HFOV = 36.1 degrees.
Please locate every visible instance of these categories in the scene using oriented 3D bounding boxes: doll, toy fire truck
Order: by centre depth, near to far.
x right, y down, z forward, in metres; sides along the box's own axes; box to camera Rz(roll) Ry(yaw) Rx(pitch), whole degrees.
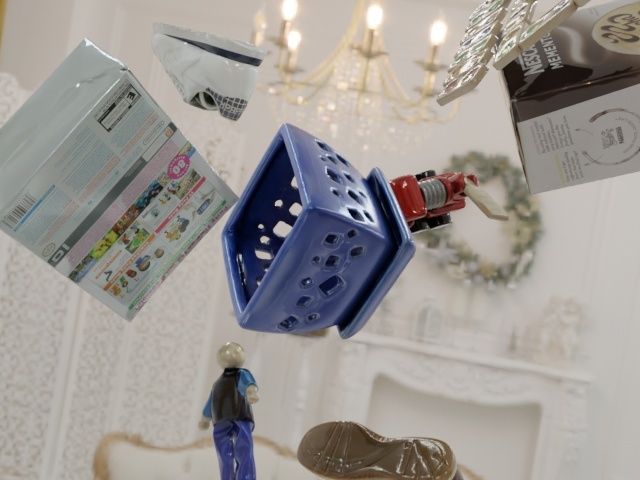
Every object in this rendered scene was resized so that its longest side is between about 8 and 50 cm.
[{"bbox_3d":[-0.109,0.215,1.191,0.046,0.189,0.129,10,-26,-36],"label":"doll"},{"bbox_3d":[0.219,-0.071,1.869,0.217,0.158,0.246,-13,-8,-32],"label":"toy fire truck"}]

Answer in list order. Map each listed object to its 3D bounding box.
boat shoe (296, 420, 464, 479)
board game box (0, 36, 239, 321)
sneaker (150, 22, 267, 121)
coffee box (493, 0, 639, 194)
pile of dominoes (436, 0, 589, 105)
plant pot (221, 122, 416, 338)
[{"bbox_3d":[0.113,0.425,1.839,0.342,0.123,0.123,-2,-41,34],"label":"boat shoe"},{"bbox_3d":[-0.256,-0.060,1.188,0.097,0.224,0.303,36,-9,32],"label":"board game box"},{"bbox_3d":[-0.155,-0.214,1.224,0.090,0.095,0.235,5,13,-33],"label":"sneaker"},{"bbox_3d":[0.337,-0.166,1.000,0.297,0.119,0.168,-13,35,10],"label":"coffee box"},{"bbox_3d":[0.182,-0.232,0.902,0.040,0.196,0.251,43,38,-13],"label":"pile of dominoes"},{"bbox_3d":[0.000,0.000,1.476,0.212,0.236,0.236,17,31,-26],"label":"plant pot"}]
